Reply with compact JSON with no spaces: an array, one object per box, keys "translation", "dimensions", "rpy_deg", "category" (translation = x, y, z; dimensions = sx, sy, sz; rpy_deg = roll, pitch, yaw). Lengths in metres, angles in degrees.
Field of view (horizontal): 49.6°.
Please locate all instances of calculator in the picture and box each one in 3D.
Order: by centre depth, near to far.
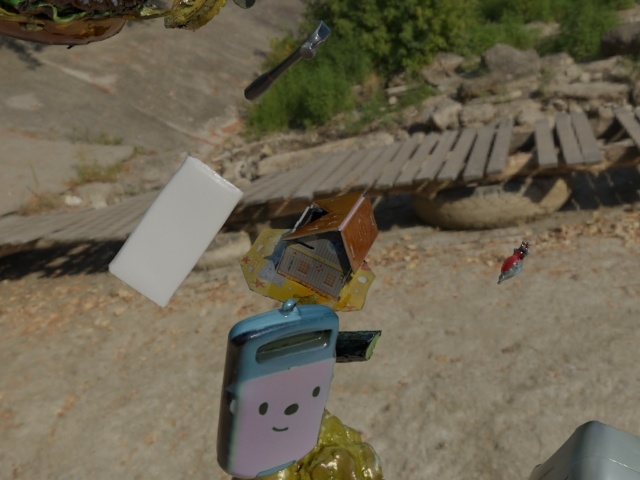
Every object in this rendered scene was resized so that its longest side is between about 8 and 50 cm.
[{"translation":[-0.058,0.207,0.962],"dimensions":[0.173,0.293,0.051],"rpy_deg":[-8,30,-32],"category":"calculator"}]

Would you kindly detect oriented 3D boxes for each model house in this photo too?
[{"translation":[0.000,0.000,1.057],"dimensions":[0.207,0.136,0.219],"rpy_deg":[27,29,7],"category":"model house"}]

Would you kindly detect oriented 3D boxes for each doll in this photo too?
[{"translation":[0.417,0.051,1.496],"dimensions":[0.114,0.039,0.057],"rpy_deg":[-55,40,-4],"category":"doll"}]

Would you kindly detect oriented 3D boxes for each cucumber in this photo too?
[{"translation":[0.029,0.234,1.514],"dimensions":[0.220,0.070,0.046],"rpy_deg":[-5,-4,30],"category":"cucumber"}]

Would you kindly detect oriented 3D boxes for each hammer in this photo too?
[{"translation":[-0.079,-0.383,1.510],"dimensions":[0.290,0.037,0.137],"rpy_deg":[-26,28,48],"category":"hammer"}]

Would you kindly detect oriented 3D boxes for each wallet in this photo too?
[{"translation":[-0.124,-0.009,0.596],"dimensions":[0.122,0.061,0.025],"rpy_deg":[-55,-1,-1],"category":"wallet"}]

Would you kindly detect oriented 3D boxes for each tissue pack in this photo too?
[{"translation":[0.585,0.574,1.494],"dimensions":[0.229,0.333,0.236],"rpy_deg":[25,43,2],"category":"tissue pack"}]

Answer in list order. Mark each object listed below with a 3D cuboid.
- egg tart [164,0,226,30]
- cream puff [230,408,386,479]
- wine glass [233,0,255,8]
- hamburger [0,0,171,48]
[{"translation":[-0.176,-0.351,1.013],"dimensions":[0.130,0.052,0.130],"rpy_deg":[-31,35,26],"category":"egg tart"},{"translation":[0.006,0.488,1.333],"dimensions":[0.291,0.324,0.257],"rpy_deg":[-14,8,-36],"category":"cream puff"},{"translation":[-0.050,-0.437,1.093],"dimensions":[0.202,0.093,0.093],"rpy_deg":[-9,18,32],"category":"wine glass"},{"translation":[-0.279,-0.296,0.696],"dimensions":[0.262,0.138,0.243],"rpy_deg":[43,40,23],"category":"hamburger"}]
